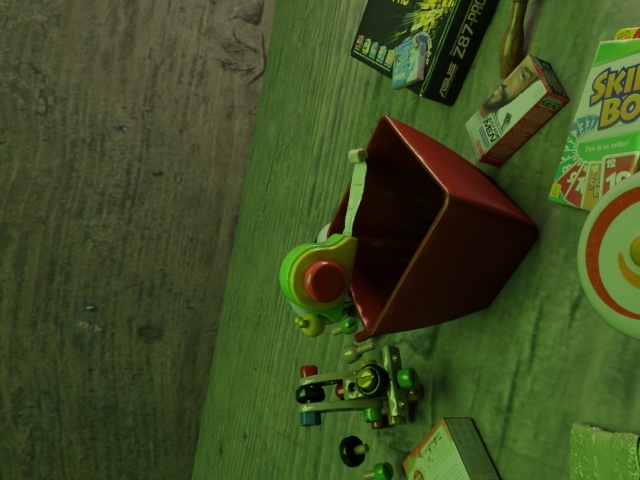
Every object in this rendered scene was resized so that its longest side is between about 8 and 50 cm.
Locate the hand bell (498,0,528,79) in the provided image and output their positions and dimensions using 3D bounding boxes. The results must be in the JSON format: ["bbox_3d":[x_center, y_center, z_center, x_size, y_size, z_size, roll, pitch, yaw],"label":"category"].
[{"bbox_3d":[0.341,-0.401,0.908,0.126,0.126,0.242,-131,41,-59],"label":"hand bell"}]

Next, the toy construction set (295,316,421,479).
[{"bbox_3d":[0.122,0.265,1.056,0.237,0.257,0.309,-32,28,37],"label":"toy construction set"}]

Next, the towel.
[{"bbox_3d":[0.363,0.313,0.670,0.110,0.027,0.148,162,112,-64],"label":"towel"}]

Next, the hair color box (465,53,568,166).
[{"bbox_3d":[0.326,-0.216,0.901,0.167,0.053,0.093,-51,37,46],"label":"hair color box"}]

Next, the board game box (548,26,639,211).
[{"bbox_3d":[0.409,-0.166,0.730,0.124,0.039,0.259,35,111,62],"label":"board game box"}]

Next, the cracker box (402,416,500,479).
[{"bbox_3d":[0.231,0.433,0.869,0.232,0.067,0.156,-107,35,-46],"label":"cracker box"}]

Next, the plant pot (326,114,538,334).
[{"bbox_3d":[0.193,-0.014,0.901,0.267,0.236,0.267,-112,38,-50],"label":"plant pot"}]

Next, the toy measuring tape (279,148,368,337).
[{"bbox_3d":[0.000,0.000,0.895,0.121,0.121,0.330,14,94,65],"label":"toy measuring tape"}]

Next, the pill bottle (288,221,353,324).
[{"bbox_3d":[0.047,0.059,1.273,0.301,0.169,0.169,122,147,-42],"label":"pill bottle"}]

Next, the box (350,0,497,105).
[{"bbox_3d":[0.224,-0.510,1.171,0.318,0.097,0.395,-68,29,24],"label":"box"}]

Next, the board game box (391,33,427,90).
[{"bbox_3d":[0.181,-0.364,1.090,0.090,0.020,0.090,2,88,64],"label":"board game box"}]

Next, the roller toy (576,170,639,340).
[{"bbox_3d":[0.390,0.020,0.568,0.191,0.146,0.209,-67,29,29],"label":"roller toy"}]
